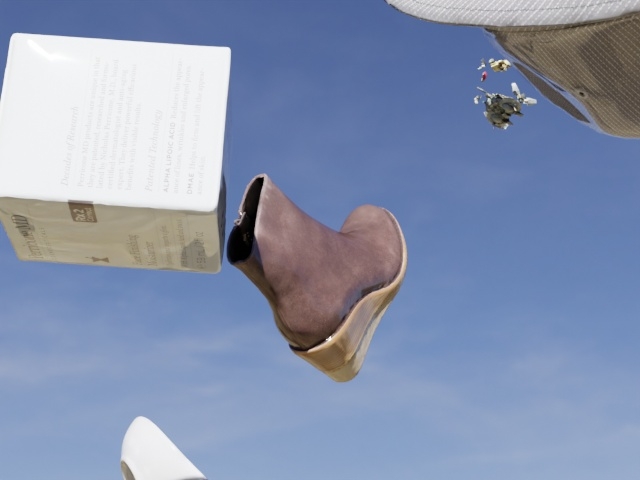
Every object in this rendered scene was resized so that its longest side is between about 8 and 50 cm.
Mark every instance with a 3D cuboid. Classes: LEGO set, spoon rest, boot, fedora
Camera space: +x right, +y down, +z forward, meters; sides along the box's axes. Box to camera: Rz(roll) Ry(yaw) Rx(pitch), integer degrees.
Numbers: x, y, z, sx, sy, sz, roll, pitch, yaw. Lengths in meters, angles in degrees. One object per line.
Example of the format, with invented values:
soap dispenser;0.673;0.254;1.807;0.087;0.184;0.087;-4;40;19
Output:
LEGO set;0.157;-0.123;1.204;0.054;0.023;0.083;-10;-43;29
spoon rest;-0.151;0.303;1.555;0.084;0.276;0.137;-19;-52;-21
boot;0.000;0.000;1.419;0.090;0.248;0.207;-16;-52;29
fedora;0.176;-0.137;0.727;0.275;0.244;0.124;-3;-56;40

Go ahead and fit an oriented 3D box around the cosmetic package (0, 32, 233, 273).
cosmetic package;-0.170;-0.071;1.168;0.183;0.152;0.151;3;-22;-1
